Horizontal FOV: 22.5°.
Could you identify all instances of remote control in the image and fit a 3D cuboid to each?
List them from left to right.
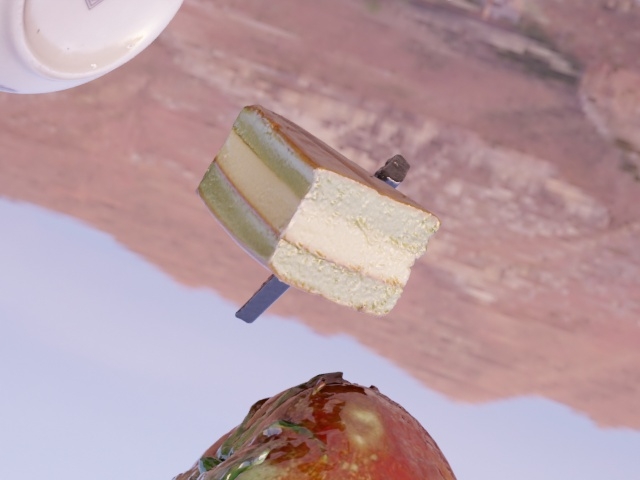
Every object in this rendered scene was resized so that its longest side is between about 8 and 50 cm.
[{"bbox_3d":[0.000,0.000,1.629,0.025,0.245,0.063,43,-150,-5],"label":"remote control"}]

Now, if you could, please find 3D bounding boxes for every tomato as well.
[{"bbox_3d":[-0.015,0.262,1.280,0.239,0.303,0.303,50,-178,-3],"label":"tomato"}]

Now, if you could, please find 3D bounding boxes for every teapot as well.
[{"bbox_3d":[-0.171,-0.207,0.985,0.166,0.208,0.300,54,166,42],"label":"teapot"}]

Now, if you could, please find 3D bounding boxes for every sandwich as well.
[{"bbox_3d":[-0.007,-0.031,1.508,0.144,0.117,0.187,23,-167,-35],"label":"sandwich"}]
